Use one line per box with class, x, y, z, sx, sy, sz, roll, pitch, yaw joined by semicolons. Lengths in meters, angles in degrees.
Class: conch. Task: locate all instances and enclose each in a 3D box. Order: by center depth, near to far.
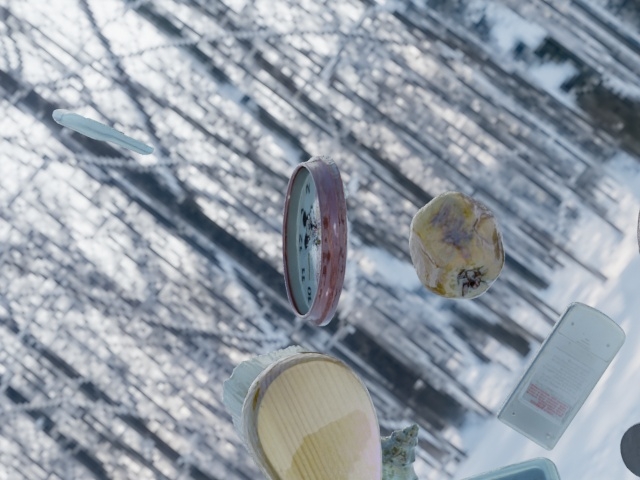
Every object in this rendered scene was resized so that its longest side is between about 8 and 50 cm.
conch;0.073;0.349;1.992;0.137;0.114;0.234;-30;-10;-47

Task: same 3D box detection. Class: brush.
brush;-0.015;0.275;1.768;0.174;0.266;0.166;-23;3;-18

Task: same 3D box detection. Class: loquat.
loquat;0.169;0.009;1.638;0.113;0.137;0.137;6;-46;-33

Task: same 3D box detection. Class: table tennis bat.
table tennis bat;0.493;0.286;1.826;0.157;0.087;0.013;-12;3;22

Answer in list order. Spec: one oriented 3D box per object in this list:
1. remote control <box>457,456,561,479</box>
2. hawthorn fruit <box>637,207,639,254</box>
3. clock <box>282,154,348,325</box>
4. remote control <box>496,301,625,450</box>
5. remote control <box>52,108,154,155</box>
remote control;0.214;0.359;1.367;0.140;0.056;0.296;-18;40;7
hawthorn fruit;0.577;0.006;1.829;0.295;0.311;0.295;-48;24;29
clock;0.000;0.000;2.440;0.318;0.080;0.318;179;90;-74
remote control;0.310;0.172;1.696;0.190;0.088;0.029;-59;-1;10
remote control;-0.348;-0.172;2.113;0.029;0.162;0.061;-66;28;2
